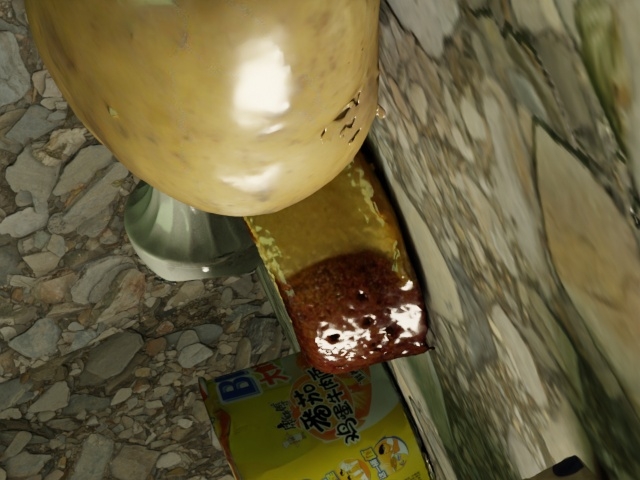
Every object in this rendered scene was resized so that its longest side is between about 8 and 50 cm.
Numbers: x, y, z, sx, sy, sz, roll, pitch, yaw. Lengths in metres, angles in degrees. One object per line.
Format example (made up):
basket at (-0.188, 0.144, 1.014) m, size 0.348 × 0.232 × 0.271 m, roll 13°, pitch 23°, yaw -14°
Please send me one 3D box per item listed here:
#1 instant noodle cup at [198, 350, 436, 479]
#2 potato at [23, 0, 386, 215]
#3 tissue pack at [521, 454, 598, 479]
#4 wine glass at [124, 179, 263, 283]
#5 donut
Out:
instant noodle cup at (0.003, 0.181, 0.999) m, size 0.205 × 0.153 × 0.205 m, roll 158°, pitch 90°, yaw -86°
potato at (-0.041, -0.093, 0.441) m, size 0.161 × 0.128 × 0.234 m, roll 49°, pitch 166°, yaw 15°
tissue pack at (0.094, 0.123, 0.394) m, size 0.083 × 0.042 × 0.062 m, roll -120°, pitch 11°, yaw -50°
wine glass at (-0.113, -0.078, 1.066) m, size 0.196 × 0.165 × 0.165 m, roll 83°, pitch 164°, yaw -48°
donut at (0.000, 0.000, 0.666) m, size 0.184 × 0.073 × 0.166 m, roll -123°, pitch 8°, yaw -70°
